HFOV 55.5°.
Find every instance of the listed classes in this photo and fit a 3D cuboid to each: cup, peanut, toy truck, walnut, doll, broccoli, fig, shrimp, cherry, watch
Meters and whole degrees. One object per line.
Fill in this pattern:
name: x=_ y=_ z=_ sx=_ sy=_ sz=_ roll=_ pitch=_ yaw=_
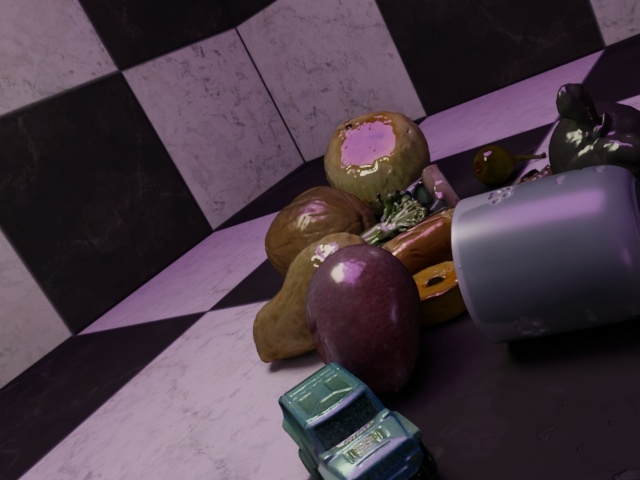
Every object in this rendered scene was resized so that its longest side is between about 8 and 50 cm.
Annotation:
cup: x=0.425 y=0.024 z=1.038 sx=0.274 sy=0.260 sz=0.356 roll=-16 pitch=-12 yaw=35
peanut: x=-0.028 y=0.135 z=1.387 sx=0.387 sy=0.169 sz=0.192 roll=-50 pitch=38 yaw=21
toy truck: x=0.041 y=0.293 z=0.911 sx=0.155 sy=0.156 sz=0.279 roll=-32 pitch=14 yaw=-14
walnut: x=0.000 y=0.000 z=1.725 sx=0.332 sy=0.333 sz=0.333 roll=-26 pitch=15 yaw=7
doll: x=0.493 y=-0.093 z=1.178 sx=0.378 sy=0.382 sz=0.252 roll=-44 pitch=56 yaw=3
broccoli: x=0.150 y=-0.005 z=1.548 sx=0.304 sy=0.145 sz=0.165 roll=-28 pitch=47 yaw=-8
fig: x=0.581 y=-0.245 z=1.868 sx=0.236 sy=0.124 sz=0.124 roll=-16 pitch=12 yaw=-14
shrimp: x=0.609 y=-0.181 z=1.698 sx=0.217 sy=0.051 sz=0.150 roll=-31 pitch=8 yaw=4
cherry: x=0.085 y=0.150 z=1.146 sx=0.221 sy=0.261 sz=0.308 roll=-13 pitch=52 yaw=-1
watch: x=0.286 y=-0.074 z=1.751 sx=0.241 sy=0.162 sz=0.253 roll=-36 pitch=19 yaw=15

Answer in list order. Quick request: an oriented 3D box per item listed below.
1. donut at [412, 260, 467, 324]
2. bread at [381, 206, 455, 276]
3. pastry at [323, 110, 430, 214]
donut: x=0.253 y=0.114 z=1.297 sx=0.174 sy=0.075 sz=0.190 roll=-26 pitch=11 yaw=11
bread: x=0.260 y=0.027 z=1.445 sx=0.241 sy=0.136 sz=0.107 roll=-30 pitch=18 yaw=-1
pastry: x=0.207 y=-0.262 z=2.135 sx=0.388 sy=0.313 sz=0.389 roll=-16 pitch=51 yaw=20
